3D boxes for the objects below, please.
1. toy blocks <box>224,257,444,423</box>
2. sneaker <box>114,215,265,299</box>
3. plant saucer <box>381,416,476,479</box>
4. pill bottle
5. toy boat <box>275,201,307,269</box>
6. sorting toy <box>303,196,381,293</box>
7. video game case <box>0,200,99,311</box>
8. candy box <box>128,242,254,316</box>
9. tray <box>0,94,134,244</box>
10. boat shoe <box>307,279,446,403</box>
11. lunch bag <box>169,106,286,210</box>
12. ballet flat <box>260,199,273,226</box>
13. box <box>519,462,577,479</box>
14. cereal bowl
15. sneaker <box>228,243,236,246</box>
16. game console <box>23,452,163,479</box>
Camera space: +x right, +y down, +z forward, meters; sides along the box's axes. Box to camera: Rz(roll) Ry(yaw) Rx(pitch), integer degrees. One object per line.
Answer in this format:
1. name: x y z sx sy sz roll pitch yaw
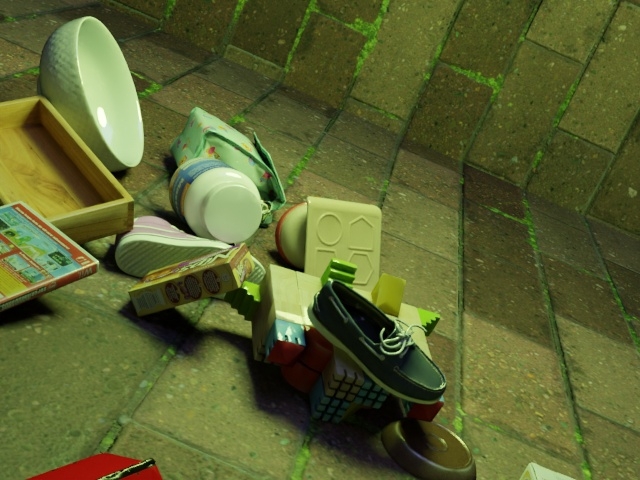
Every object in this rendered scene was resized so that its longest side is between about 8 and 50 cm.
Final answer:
1. toy blocks: 0.038 0.190 1.582 0.381 0.190 0.261 17 32 -18
2. sneaker: -0.241 0.017 1.783 0.282 0.102 0.161 17 18 -17
3. plant saucer: 0.180 0.335 1.540 0.168 0.029 0.168 21 19 -8
4. pill bottle: -0.206 -0.077 1.896 0.152 0.152 0.272 16 6 -21
5. toy boat: 0.000 0.000 2.084 0.231 0.151 0.151 11 -7 -33
6. sorting toy: 0.044 0.019 2.000 0.193 0.208 0.038 6 -11 -35
7. video game case: -0.511 0.034 1.437 0.204 0.025 0.285 34 37 26
8. candy box: -0.214 0.066 1.594 0.187 0.053 0.109 -18 13 16
9. tray: -0.527 -0.128 1.758 0.203 0.076 0.411 -17 44 -32
10. boat shoe: 0.098 0.155 1.486 0.254 0.079 0.095 40 41 6
11. lunch bag: -0.203 -0.180 2.250 0.262 0.160 0.223 28 12 -23
12. ballet flat: -0.181 -0.071 2.124 0.188 0.070 0.070 1 30 -47
13. box: 0.278 0.404 1.210 0.114 0.203 0.103 21 20 -7
14. cereal bowl: -0.509 -0.301 2.058 0.141 0.339 0.339 -14 18 9
15. sneaker: -0.187 0.012 1.936 0.040 0.043 0.109 14 20 -19
16. game console: -0.261 0.311 1.127 0.144 0.085 0.124 -9 68 -56
